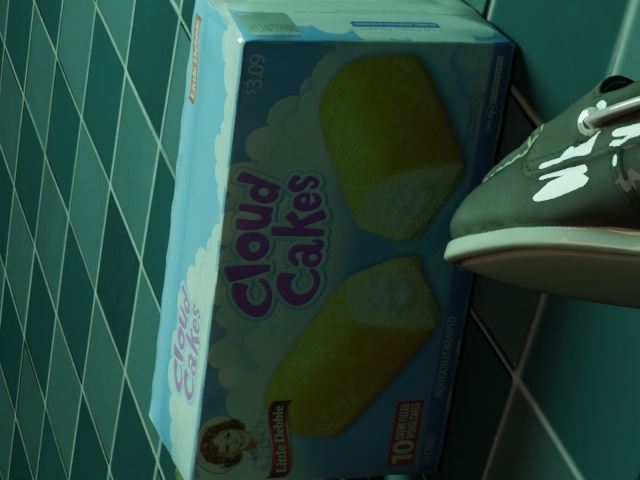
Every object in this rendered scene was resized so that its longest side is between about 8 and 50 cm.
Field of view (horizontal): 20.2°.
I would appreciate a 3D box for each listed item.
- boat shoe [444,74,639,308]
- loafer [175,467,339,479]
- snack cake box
[{"bbox_3d":[0.160,-0.031,0.649,0.335,0.112,0.096,-8,67,63],"label":"boat shoe"},{"bbox_3d":[-0.056,0.171,1.060,0.094,0.087,0.251,-62,-4,31],"label":"loafer"},{"bbox_3d":[0.000,0.000,0.983,0.089,0.152,0.264,-128,40,-56],"label":"snack cake box"}]
